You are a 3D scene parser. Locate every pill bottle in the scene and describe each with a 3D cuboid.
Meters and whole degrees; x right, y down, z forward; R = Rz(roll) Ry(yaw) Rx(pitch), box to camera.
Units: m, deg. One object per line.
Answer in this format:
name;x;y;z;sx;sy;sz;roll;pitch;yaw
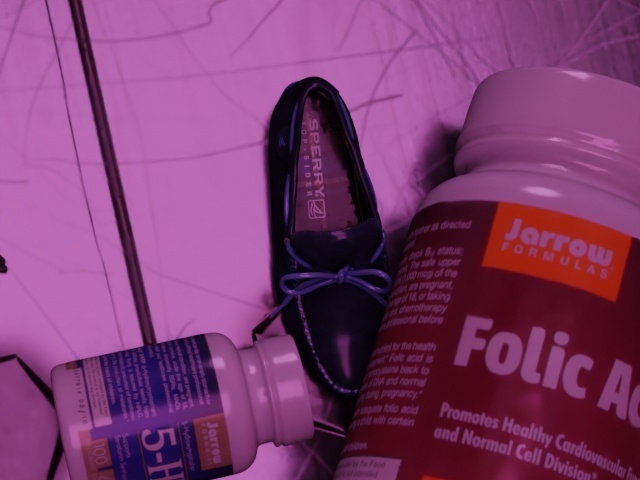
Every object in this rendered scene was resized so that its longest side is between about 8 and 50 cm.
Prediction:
pill bottle;-0.105;0.131;1.305;0.186;0.112;0.112;-12;87;-8
pill bottle;0.152;0.086;1.265;0.224;0.224;0.392;19;74;-5

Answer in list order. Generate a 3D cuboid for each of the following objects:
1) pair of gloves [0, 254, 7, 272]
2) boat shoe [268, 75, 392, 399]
pair of gloves;-0.289;0.036;1.341;0.074;0.010;0.083;17;81;-4
boat shoe;0.000;0.000;1.340;0.109;0.089;0.258;-16;88;-8
